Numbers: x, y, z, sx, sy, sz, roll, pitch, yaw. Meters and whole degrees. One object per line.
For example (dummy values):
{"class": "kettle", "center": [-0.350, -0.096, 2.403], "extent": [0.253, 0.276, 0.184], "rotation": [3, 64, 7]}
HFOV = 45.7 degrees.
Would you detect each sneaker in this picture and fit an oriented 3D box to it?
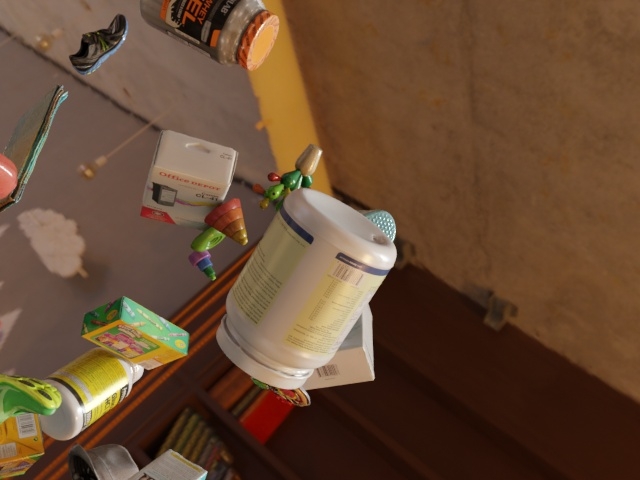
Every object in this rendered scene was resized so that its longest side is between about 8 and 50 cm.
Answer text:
{"class": "sneaker", "center": [0.000, 0.000, 1.830], "extent": [0.208, 0.319, 0.127], "rotation": [10, -70, 61]}
{"class": "sneaker", "center": [-0.563, -0.507, 1.931], "extent": [0.067, 0.188, 0.078], "rotation": [37, -8, 47]}
{"class": "sneaker", "center": [-0.671, 0.343, 1.595], "extent": [0.296, 0.123, 0.109], "rotation": [2, -12, 21]}

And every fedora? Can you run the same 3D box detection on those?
{"class": "fedora", "center": [-0.550, 0.621, 1.980], "extent": [0.275, 0.124, 0.243], "rotation": [-16, -85, 54]}

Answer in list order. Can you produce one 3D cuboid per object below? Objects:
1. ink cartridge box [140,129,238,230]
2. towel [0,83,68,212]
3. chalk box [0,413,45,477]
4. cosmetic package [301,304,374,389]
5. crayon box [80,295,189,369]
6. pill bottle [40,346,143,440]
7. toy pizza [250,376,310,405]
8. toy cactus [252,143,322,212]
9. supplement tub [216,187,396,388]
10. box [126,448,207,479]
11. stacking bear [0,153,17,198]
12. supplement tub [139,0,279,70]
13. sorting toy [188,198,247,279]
{"class": "ink cartridge box", "center": [-0.390, -0.164, 2.210], "extent": [0.226, 0.131, 0.306], "rotation": [14, -28, -13]}
{"class": "towel", "center": [-0.802, -0.220, 2.023], "extent": [0.040, 0.370, 0.271], "rotation": [32, -35, -33]}
{"class": "chalk box", "center": [-0.862, 0.528, 1.992], "extent": [0.289, 0.179, 0.180], "rotation": [-41, -120, 45]}
{"class": "cosmetic package", "center": [0.017, 0.254, 1.995], "extent": [0.224, 0.224, 0.138], "rotation": [-88, 164, -50]}
{"class": "crayon box", "center": [-0.548, 0.281, 2.261], "extent": [0.165, 0.081, 0.278], "rotation": [-23, -42, 26]}
{"class": "pill bottle", "center": [-0.694, 0.439, 2.290], "extent": [0.188, 0.334, 0.187], "rotation": [10, -67, 24]}
{"class": "toy pizza", "center": [-0.116, 0.372, 1.952], "extent": [0.201, 0.032, 0.201], "rotation": [29, -25, 15]}
{"class": "toy cactus", "center": [-0.060, -0.146, 1.780], "extent": [0.112, 0.180, 0.219], "rotation": [39, 17, 26]}
{"class": "supplement tub", "center": [-0.033, 0.091, 1.427], "extent": [0.235, 0.324, 0.235], "rotation": [30, 15, -9]}
{"class": "box", "center": [-0.330, 0.500, 1.465], "extent": [0.101, 0.244, 0.060], "rotation": [25, -69, 19]}
{"class": "stacking bear", "center": [-0.437, 0.026, 0.859], "extent": [0.164, 0.175, 0.289], "rotation": [43, 16, -52]}
{"class": "supplement tub", "center": [-0.275, -0.565, 1.906], "extent": [0.316, 0.193, 0.193], "rotation": [29, -24, 8]}
{"class": "sorting toy", "center": [-0.301, 0.019, 2.288], "extent": [0.126, 0.127, 0.365], "rotation": [54, -37, 11]}
